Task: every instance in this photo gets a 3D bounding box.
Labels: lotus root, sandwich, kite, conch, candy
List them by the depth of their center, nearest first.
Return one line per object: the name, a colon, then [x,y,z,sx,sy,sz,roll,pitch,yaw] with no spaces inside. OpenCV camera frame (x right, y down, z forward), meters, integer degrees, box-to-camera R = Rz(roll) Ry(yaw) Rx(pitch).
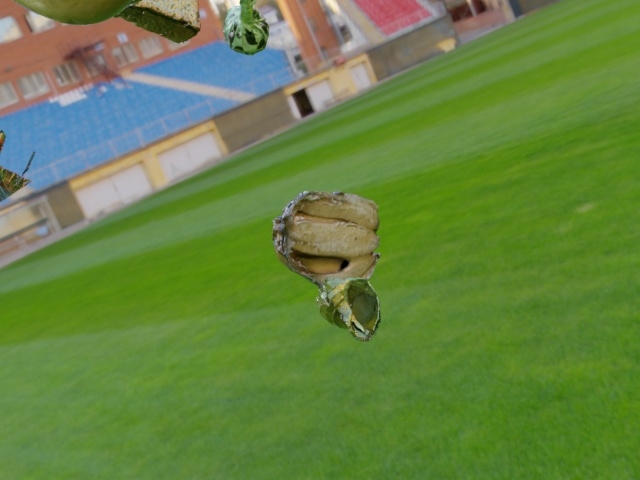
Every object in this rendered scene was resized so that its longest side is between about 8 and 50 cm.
conch: [0.045,0.096,1.180,0.089,0.121,0.074,-43,-27,6]
lotus root: [-0.001,0.000,1.288,0.078,0.167,0.329,1,-4,28]
candy: [-0.129,-0.412,1.340,0.083,0.091,0.305,-27,-12,-11]
kite: [-0.598,-0.127,1.441,0.010,0.160,0.183,-1,-19,28]
sandwich: [-0.396,-0.581,1.708,0.273,0.248,0.095,6,-13,-45]

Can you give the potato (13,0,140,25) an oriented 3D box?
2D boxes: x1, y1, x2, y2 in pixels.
potato: [-0.339,-0.430,1.156,0.243,0.242,0.285,-12,33,51]
